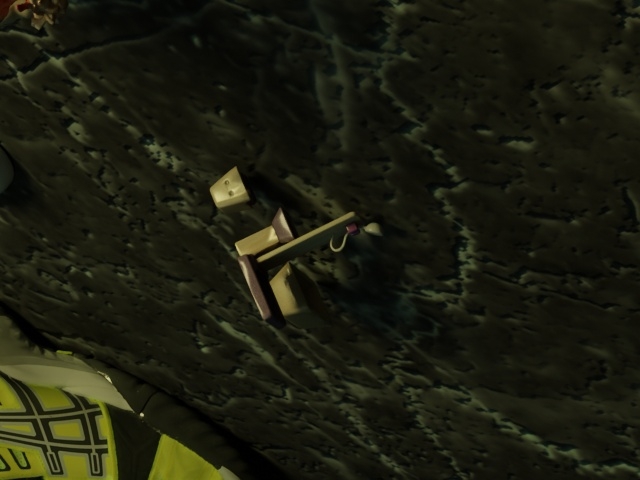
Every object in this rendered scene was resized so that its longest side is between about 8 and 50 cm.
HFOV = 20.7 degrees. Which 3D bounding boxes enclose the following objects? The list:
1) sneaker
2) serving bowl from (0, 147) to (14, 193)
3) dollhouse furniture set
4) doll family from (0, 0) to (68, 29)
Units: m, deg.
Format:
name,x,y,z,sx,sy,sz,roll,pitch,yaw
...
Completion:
name,x,y,z,sx,sy,sz,roll,pitch,yaw
sneaker,-0.223,0.160,1.345,0.385,0.147,0.145,28,150,-9
serving bowl,-0.241,-0.050,1.133,0.083,0.027,0.083,21,152,12
dollhouse furniture set,0.000,0.000,1.040,0.081,0.091,0.114,-26,163,7
doll family,-0.218,-0.145,0.811,0.263,0.163,0.118,23,152,6
